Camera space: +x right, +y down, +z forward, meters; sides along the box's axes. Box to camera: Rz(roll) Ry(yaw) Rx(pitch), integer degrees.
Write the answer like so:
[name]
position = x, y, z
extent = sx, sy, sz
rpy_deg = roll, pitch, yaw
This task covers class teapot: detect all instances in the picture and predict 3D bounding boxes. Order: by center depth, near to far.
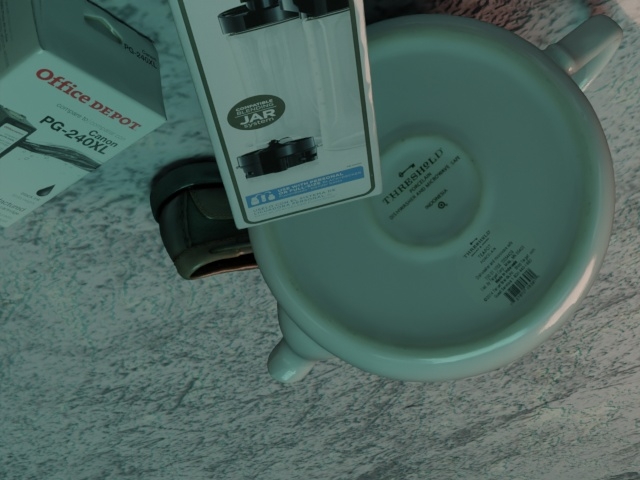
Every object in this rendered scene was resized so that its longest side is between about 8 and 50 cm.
[teapot]
position = 0.078, -0.027, 0.847
extent = 0.256, 0.252, 0.187
rpy_deg = -1, 176, 8

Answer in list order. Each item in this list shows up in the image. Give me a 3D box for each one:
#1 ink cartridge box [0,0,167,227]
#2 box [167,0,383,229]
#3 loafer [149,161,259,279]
[ink cartridge box]
position = -0.187, -0.082, 0.773
extent = 0.150, 0.063, 0.109
rpy_deg = -30, 146, 25
[box]
position = -0.036, -0.152, 0.618
extent = 0.087, 0.169, 0.290
rpy_deg = -14, 149, -1
[loafer]
position = 0.000, 0.000, 0.965
extent = 0.268, 0.084, 0.096
rpy_deg = 3, 145, -26
